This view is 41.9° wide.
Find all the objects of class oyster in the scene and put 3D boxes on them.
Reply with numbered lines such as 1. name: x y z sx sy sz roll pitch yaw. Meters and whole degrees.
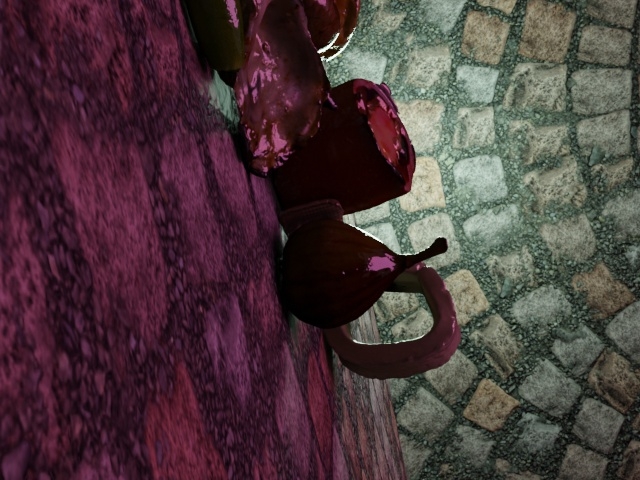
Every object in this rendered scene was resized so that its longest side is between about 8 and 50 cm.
1. oyster: -0.103 -0.282 1.396 0.221 0.096 0.361 -53 139 -28

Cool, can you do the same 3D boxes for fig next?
1. fig: 0.085 0.043 1.588 0.217 0.320 0.217 -16 90 -80

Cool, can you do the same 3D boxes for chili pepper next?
1. chili pepper: 0.020 -0.174 1.722 0.251 0.305 0.229 61 22 -26

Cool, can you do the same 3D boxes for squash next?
1. squash: -0.168 -0.387 1.232 0.082 0.082 0.293 -82 160 -71

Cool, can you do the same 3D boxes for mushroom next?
1. mushroom: -0.083 -0.444 1.541 0.263 0.195 0.283 33 27 -28

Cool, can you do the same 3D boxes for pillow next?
1. pillow: -0.003 0.000 1.732 0.034 0.135 0.211 -95 168 -48

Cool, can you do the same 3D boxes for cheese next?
1. cheese: 0.173 0.179 2.031 0.153 0.332 0.292 65 27 -65

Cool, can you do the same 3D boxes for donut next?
1. donut: -0.028 -0.606 2.122 0.330 0.160 0.330 36 -42 42
